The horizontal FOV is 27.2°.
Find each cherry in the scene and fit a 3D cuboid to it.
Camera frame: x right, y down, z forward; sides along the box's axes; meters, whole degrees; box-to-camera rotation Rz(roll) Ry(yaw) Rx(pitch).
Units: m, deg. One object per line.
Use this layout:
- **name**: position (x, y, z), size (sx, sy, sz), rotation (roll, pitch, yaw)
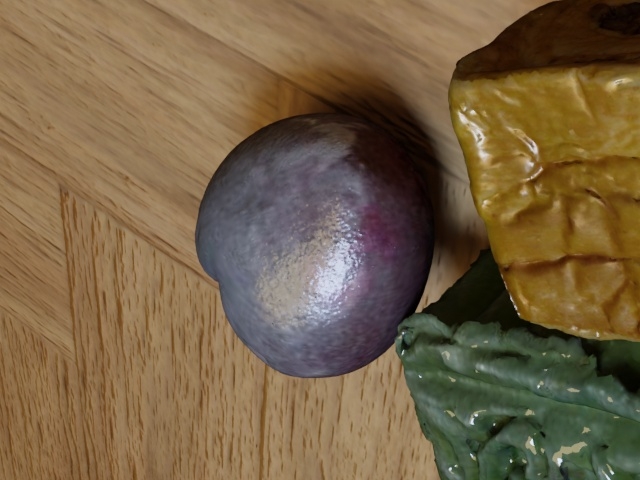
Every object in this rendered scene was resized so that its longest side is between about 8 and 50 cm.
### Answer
- **cherry**: position (0.000, -0.004, 0.854), size (0.176, 0.140, 0.176), rotation (-3, 86, 47)

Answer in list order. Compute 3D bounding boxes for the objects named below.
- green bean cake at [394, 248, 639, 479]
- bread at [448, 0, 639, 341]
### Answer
- **green bean cake**: position (0.181, 0.133, 0.793), size (0.241, 0.132, 0.255), rotation (10, 128, 47)
- **bread**: position (0.161, -0.045, 0.634), size (0.149, 0.158, 0.143), rotation (8, 128, 49)
